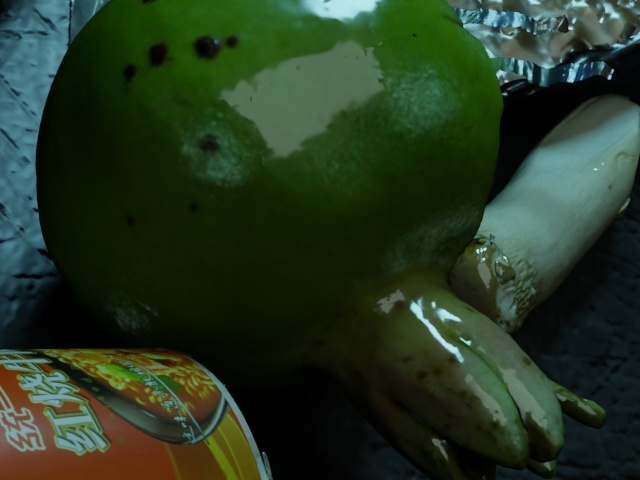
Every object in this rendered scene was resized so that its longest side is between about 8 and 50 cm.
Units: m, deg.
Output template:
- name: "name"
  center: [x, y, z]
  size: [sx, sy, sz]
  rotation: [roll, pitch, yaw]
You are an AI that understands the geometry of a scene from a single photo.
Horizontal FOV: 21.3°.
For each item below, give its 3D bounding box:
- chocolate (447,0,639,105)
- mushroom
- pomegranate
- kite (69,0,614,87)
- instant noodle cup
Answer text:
- name: "chocolate"
  center: [0.138, -0.135, 1.007]
  size: [0.329, 0.065, 0.102]
  rotation: [-26, 78, -21]
- name: "mushroom"
  center: [0.119, -0.014, 0.962]
  size: [0.084, 0.071, 0.209]
  rotation: [23, 45, 30]
- name: "pomegranate"
  center: [0.000, 0.000, 0.800]
  size: [0.236, 0.236, 0.302]
  rotation: [-19, 67, -30]
- name: "kite"
  center: [0.011, -0.151, 0.959]
  size: [0.310, 0.015, 0.169]
  rotation: [3, 59, 5]
- name: "instant noodle cup"
  center: [-0.127, 0.133, 0.699]
  size: [0.174, 0.213, 0.213]
  rotation: [-6, 63, -35]
